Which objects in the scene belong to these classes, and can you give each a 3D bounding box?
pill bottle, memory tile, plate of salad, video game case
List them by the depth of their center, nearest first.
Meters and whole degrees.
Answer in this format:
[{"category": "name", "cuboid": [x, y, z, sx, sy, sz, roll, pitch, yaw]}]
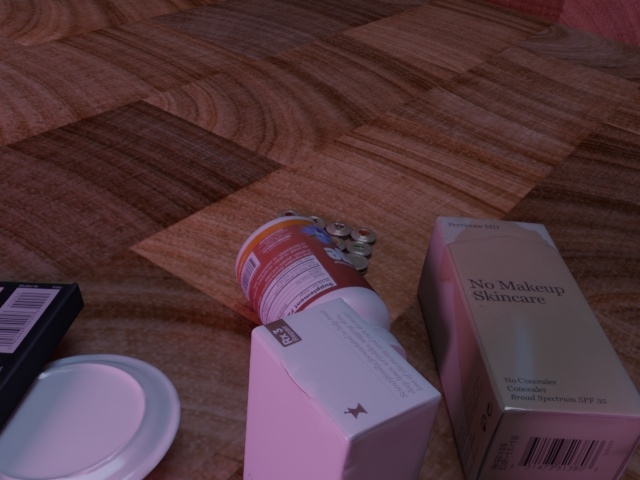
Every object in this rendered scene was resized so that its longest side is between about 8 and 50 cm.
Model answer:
[{"category": "plate of salad", "cuboid": [-0.225, 0.174, 0.633, 0.200, 0.048, 0.199, -1, 32, 1]}, {"category": "video game case", "cuboid": [-0.390, 0.126, 0.647, 0.249, 0.035, 0.274, 2, 33, 9]}, {"category": "pill bottle", "cuboid": [-0.001, 0.076, 0.769, 0.121, 0.121, 0.216, -10, 39, -26]}, {"category": "memory tile", "cuboid": [0.000, 0.000, 0.979, 0.148, 0.012, 0.113, 14, 34, 7]}]

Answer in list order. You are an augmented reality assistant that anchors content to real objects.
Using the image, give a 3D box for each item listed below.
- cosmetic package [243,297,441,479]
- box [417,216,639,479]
[{"category": "cosmetic package", "cuboid": [0.005, 0.171, 0.530, 0.086, 0.231, 0.117, -16, 42, -32]}, {"category": "box", "cuboid": [0.207, 0.109, 0.766, 0.148, 0.121, 0.311, 3, 34, -7]}]
